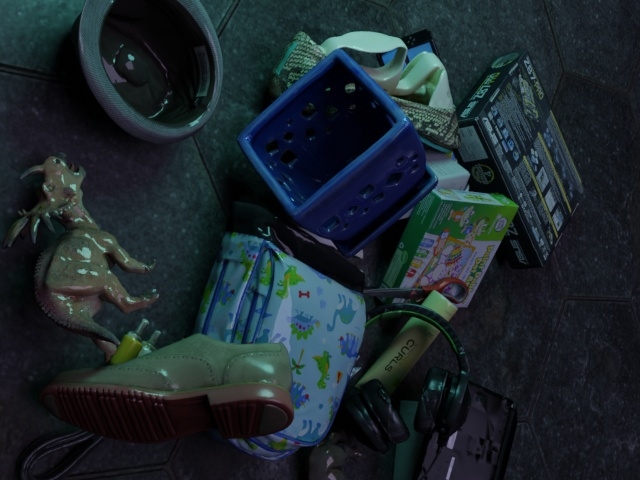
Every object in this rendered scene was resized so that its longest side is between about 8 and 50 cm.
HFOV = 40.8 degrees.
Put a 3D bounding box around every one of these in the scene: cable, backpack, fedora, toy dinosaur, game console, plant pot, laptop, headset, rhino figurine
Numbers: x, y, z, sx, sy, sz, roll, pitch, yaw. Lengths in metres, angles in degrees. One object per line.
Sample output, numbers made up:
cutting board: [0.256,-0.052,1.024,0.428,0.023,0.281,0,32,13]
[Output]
cable: [-0.315,0.258,1.269,0.287,0.072,0.139,-46,127,-21]
backpack: [-0.074,0.165,1.376,0.290,0.273,0.356,35,83,-41]
fedora: [-0.272,-0.271,1.272,0.275,0.124,0.244,40,64,-43]
toy dinosaur: [-0.335,0.038,1.149,0.200,0.127,0.296,34,26,-33]
game console: [0.187,-0.350,1.743,0.071,0.107,0.122,-60,130,-62]
plant pot: [0.042,-0.127,1.410,0.236,0.236,0.212,-40,140,6]
laptop: [0.293,0.418,1.702,0.264,0.136,0.234,26,67,-15]
headset: [0.159,0.306,1.535,0.185,0.243,0.395,58,21,-80]
rhino figurine: [0.018,0.468,1.538,0.106,0.073,0.244,-1,90,-47]

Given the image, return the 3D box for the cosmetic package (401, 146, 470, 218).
cosmetic package: [0.168,-0.111,1.665,0.231,0.117,0.086,-13,132,-44]

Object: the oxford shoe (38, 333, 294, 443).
oxford shoe: [-0.208,0.199,1.198,0.123,0.348,0.130,92,-1,-47]

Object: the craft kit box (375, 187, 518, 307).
craft kit box: [0.252,0.021,1.709,0.246,0.061,0.250,0,121,-44]

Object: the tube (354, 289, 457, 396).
tube: [0.170,0.207,1.660,0.070,0.062,0.240,39,93,5]

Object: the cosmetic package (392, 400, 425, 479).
cosmetic package: [0.219,0.441,1.705,0.127,0.107,0.238,14,75,-44]

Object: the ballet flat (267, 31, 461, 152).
ballet flat: [0.126,-0.282,1.594,0.482,0.164,0.182,8,119,-39]

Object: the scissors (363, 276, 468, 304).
scissors: [0.191,0.094,1.661,0.297,0.021,0.109,26,105,-48]

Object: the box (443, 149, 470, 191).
box: [0.288,-0.130,1.850,0.081,0.028,0.136,28,67,-39]

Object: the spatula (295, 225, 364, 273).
spatula: [0.000,0.000,1.583,0.242,0.019,0.168,18,77,-41]

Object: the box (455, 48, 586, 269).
box: [0.451,-0.183,1.940,0.318,0.097,0.395,-50,120,-37]
